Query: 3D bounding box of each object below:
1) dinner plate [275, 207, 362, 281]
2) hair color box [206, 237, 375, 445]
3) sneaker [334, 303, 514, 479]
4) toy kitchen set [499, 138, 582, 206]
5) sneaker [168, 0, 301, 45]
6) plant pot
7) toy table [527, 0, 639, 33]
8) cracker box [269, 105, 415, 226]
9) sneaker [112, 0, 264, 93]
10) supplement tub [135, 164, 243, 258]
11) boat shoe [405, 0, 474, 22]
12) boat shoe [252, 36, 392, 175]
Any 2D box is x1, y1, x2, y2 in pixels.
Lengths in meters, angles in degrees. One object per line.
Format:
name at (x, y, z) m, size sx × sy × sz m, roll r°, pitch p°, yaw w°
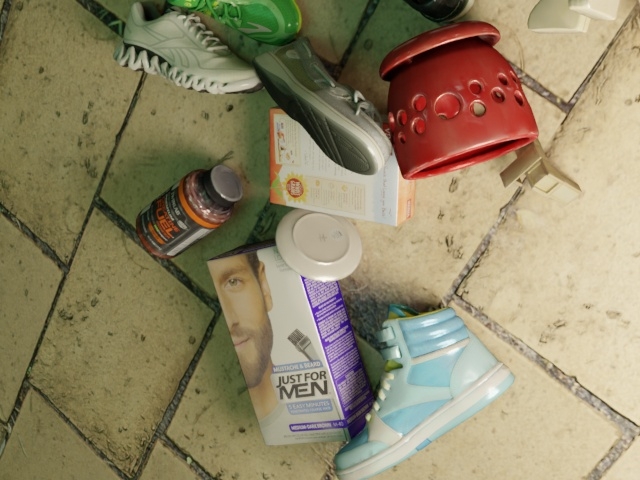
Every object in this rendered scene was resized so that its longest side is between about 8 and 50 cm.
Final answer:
dinner plate at (0.000, 0.000, 1.470) m, size 0.141 × 0.141 × 0.017 m, roll 45°, pitch 145°, yaw 12°
hair color box at (-0.046, 0.165, 1.572) m, size 0.185 × 0.110 × 0.339 m, roll -13°, pitch 96°, yaw 36°
sneaker at (0.115, 0.220, 1.456) m, size 0.319 × 0.127 × 0.208 m, roll -36°, pitch 81°, yaw 12°
toy kitchen set at (0.302, -0.088, 1.315) m, size 0.068 × 0.075 × 0.083 m, roll -44°, pitch 40°, yaw 31°
sneaker at (-0.169, -0.377, 1.445) m, size 0.295 × 0.123 × 0.109 m, roll 29°, pitch 130°, yaw 2°
plant pot at (0.175, -0.188, 1.262) m, size 0.191 × 0.191 × 0.174 m, roll -21°, pitch 86°, yaw 35°
toy table at (0.367, -0.320, 1.084) m, size 0.274 × 0.252 × 0.161 m, roll 11°, pitch 96°, yaw 53°
cracker box at (0.033, -0.120, 1.453) m, size 0.232 × 0.067 × 0.156 m, roll 12°, pitch 111°, yaw 30°
sneaker at (-0.212, -0.311, 1.532) m, size 0.292 × 0.110 × 0.118 m, roll 22°, pitch 107°, yaw 25°
supplement tub at (-0.221, -0.054, 1.613) m, size 0.198 × 0.106 × 0.106 m, roll -33°, pitch 86°, yaw 35°
boat shoe at (0.089, -0.448, 1.284) m, size 0.127 × 0.113 × 0.340 m, roll -24°, pitch 91°, yaw 36°
boat shoe at (0.012, -0.203, 1.346) m, size 0.320 × 0.103 × 0.118 m, roll 46°, pitch 170°, yaw 48°
